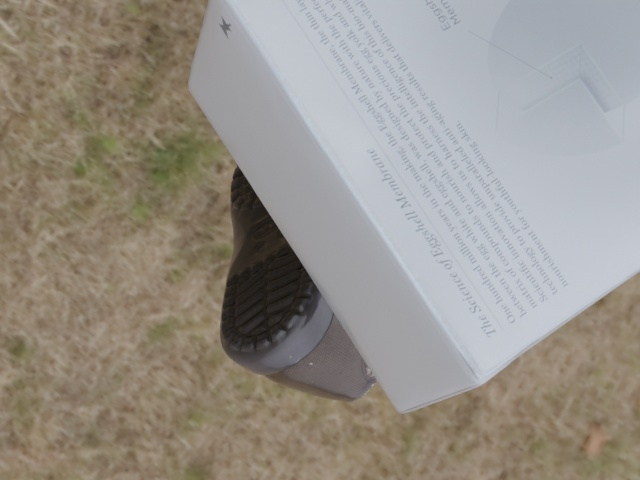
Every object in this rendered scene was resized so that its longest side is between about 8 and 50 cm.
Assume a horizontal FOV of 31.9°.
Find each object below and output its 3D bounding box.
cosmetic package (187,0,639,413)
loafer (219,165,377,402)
[{"bbox_3d":[0.084,-0.065,0.599,0.224,0.224,0.138,-31,174,-20],"label":"cosmetic package"},{"bbox_3d":[0.000,0.000,0.962,0.130,0.133,0.366,48,33,-29],"label":"loafer"}]
